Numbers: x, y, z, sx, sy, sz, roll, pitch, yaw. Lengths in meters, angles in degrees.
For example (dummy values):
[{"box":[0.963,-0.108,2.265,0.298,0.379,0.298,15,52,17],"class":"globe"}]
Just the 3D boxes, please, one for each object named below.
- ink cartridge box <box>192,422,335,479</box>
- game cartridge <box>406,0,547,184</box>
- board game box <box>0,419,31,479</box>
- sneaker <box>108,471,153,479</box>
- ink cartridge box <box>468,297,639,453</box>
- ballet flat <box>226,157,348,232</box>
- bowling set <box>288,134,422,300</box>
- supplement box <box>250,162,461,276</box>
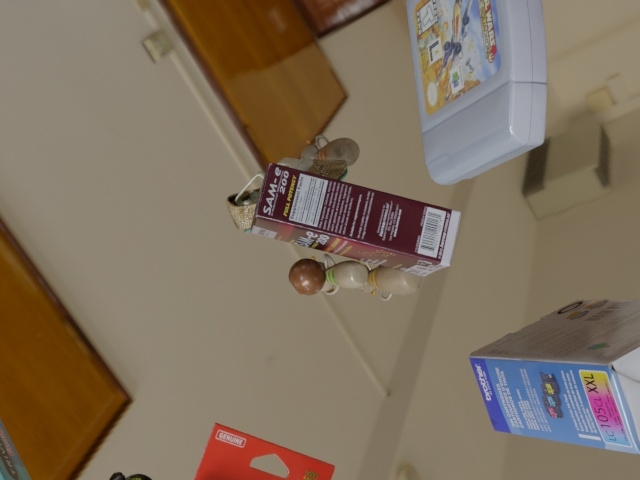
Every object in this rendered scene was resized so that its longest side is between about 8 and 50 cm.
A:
[{"box":[-0.093,0.438,1.464,0.060,0.275,0.238,9,-106,51],"class":"ink cartridge box"},{"box":[0.172,-0.230,1.061,0.062,0.297,0.198,-2,168,-20],"class":"game cartridge"},{"box":[-0.494,0.285,1.002,0.336,0.253,0.079,-34,158,-4],"class":"board game box"},{"box":[-0.185,0.250,0.890,0.170,0.063,0.074,115,0,-59],"class":"sneaker"},{"box":[0.432,0.201,1.507,0.270,0.151,0.395,-21,-173,-27],"class":"ink cartridge box"},{"box":[-0.057,-0.076,1.340,0.206,0.067,0.073,-28,-160,29],"class":"ballet flat"},{"box":[0.000,0.000,1.417,0.200,0.287,0.154,-31,-167,-29],"class":"bowling set"},{"box":[0.038,-0.022,1.169,0.130,0.240,0.073,130,-26,-79],"class":"supplement box"}]
